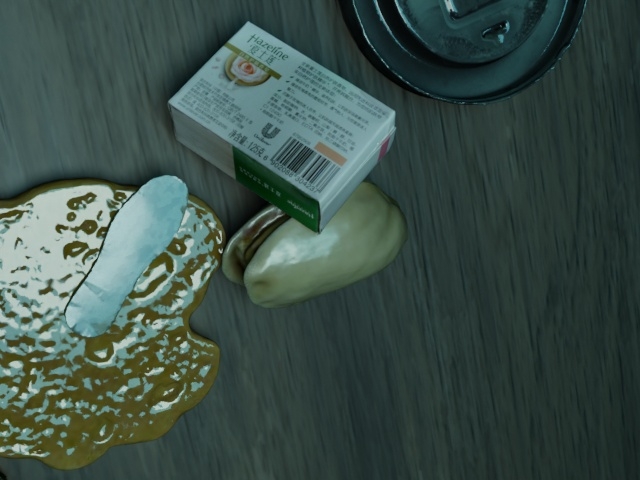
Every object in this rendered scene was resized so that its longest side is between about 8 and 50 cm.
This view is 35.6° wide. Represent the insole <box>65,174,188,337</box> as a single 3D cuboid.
[{"bbox_3d":[-0.201,0.015,1.041,0.065,0.006,0.193,32,87,-21],"label":"insole"}]

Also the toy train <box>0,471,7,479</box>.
[{"bbox_3d":[-0.398,0.328,1.040,0.137,0.090,0.225,3,98,-13],"label":"toy train"}]

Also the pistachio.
[{"bbox_3d":[0.000,0.000,1.101,0.223,0.126,0.152,-18,135,-31],"label":"pistachio"}]

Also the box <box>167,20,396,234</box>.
[{"bbox_3d":[-0.039,-0.119,1.035,0.199,0.081,0.135,35,68,13],"label":"box"}]

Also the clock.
[{"bbox_3d":[0.166,-0.312,1.150,0.313,0.061,0.312,-3,99,-19],"label":"clock"}]

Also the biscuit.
[{"bbox_3d":[-0.259,0.085,1.064,0.351,0.057,0.311,-18,105,-16],"label":"biscuit"}]
